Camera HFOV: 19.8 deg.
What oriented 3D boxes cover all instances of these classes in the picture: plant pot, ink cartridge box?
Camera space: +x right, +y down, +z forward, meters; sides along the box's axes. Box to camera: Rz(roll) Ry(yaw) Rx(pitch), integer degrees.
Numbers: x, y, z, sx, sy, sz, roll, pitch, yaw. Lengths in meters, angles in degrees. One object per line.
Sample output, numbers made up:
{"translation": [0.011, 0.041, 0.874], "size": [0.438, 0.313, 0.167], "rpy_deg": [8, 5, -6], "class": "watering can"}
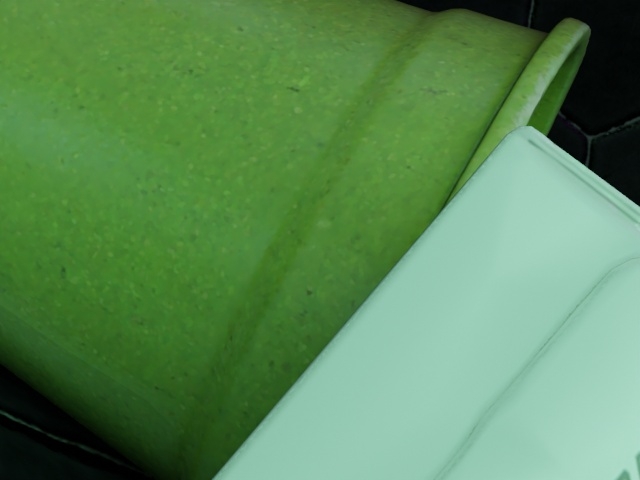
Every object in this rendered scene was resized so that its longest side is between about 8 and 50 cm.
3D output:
{"translation": [-0.061, -0.024, 0.777], "size": [0.254, 0.276, 0.276], "rpy_deg": [28, 9, 8], "class": "plant pot"}
{"translation": [0.077, 0.125, 0.538], "size": [0.197, 0.198, 0.270], "rpy_deg": [40, -1, 14], "class": "ink cartridge box"}
